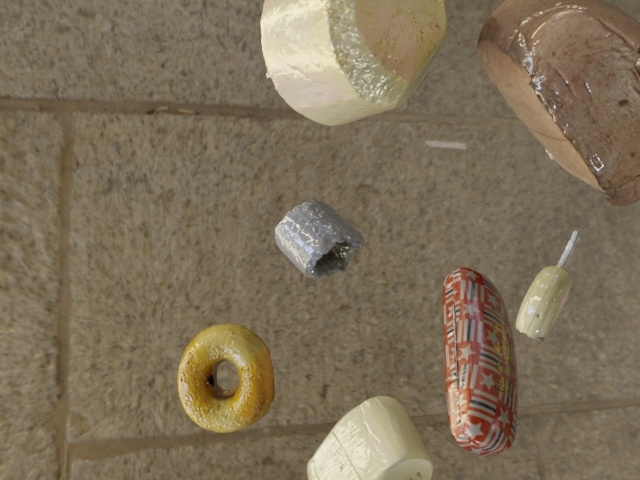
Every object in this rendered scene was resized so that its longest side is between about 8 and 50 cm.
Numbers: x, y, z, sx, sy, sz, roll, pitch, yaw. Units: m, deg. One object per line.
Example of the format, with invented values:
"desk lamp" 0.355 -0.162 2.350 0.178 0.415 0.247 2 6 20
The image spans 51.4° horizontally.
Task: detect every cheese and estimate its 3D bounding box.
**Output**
"cheese" 0.456 0.086 1.303 0.064 0.137 0.228 26 89 25

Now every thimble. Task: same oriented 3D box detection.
"thimble" -0.002 0.001 1.284 0.118 0.151 0.127 47 116 25

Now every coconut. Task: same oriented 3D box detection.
"coconut" 0.035 -0.291 0.951 0.239 0.244 0.239 0 89 -38

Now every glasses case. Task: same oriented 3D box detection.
"glasses case" 0.160 0.112 0.652 0.073 0.049 0.195 27 47 -24

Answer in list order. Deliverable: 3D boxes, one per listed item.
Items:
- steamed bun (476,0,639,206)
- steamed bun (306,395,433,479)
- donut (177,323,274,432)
"steamed bun" 0.384 -0.221 0.930 0.199 0.252 0.301 -40 113 10
"steamed bun" 0.097 0.435 1.237 0.154 0.200 0.250 31 105 -30
"donut" -0.163 0.242 1.139 0.174 0.074 0.191 14 95 2
